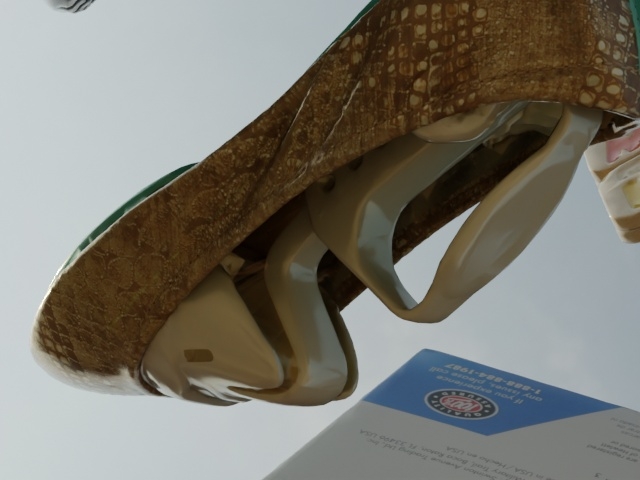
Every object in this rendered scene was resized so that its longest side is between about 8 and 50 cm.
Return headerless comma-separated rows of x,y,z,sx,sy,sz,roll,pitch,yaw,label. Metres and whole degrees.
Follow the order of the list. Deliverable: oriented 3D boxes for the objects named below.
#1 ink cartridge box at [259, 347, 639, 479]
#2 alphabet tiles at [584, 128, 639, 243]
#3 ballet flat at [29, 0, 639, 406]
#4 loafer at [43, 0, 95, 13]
0.031,0.120,0.471,0.134,0.231,0.078,16,-63,27,ink cartridge box
0.274,-0.096,0.955,0.284,0.278,0.021,-29,-69,12,alphabet tiles
0.000,0.000,0.433,0.206,0.073,0.067,-42,-123,34,ballet flat
-0.076,-0.129,0.503,0.102,0.268,0.092,-39,-88,5,loafer
